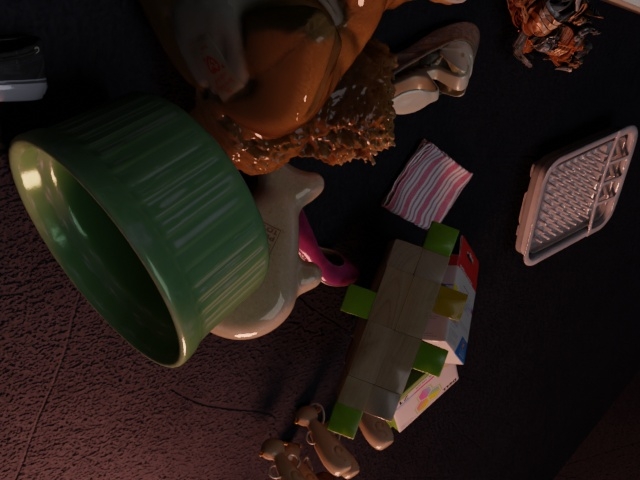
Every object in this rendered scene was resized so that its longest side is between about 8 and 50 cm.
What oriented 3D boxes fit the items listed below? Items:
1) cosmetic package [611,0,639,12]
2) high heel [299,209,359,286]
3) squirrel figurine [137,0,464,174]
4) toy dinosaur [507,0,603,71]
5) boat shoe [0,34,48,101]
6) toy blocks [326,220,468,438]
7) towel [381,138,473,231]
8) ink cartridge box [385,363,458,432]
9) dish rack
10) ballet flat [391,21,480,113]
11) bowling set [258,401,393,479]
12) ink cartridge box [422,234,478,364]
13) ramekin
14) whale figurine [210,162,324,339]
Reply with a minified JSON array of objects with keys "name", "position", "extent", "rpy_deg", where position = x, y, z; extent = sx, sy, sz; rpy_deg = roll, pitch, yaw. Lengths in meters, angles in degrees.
[{"name":"cosmetic package","position":[0.355,-0.426,1.101],"extent":[0.310,0.160,0.113],"rpy_deg":[13,112,-17]},{"name":"high heel","position":[0.000,0.000,1.256],"extent":[0.244,0.082,0.117],"rpy_deg":[20,106,-41]},{"name":"squirrel figurine","position":[0.002,-0.272,0.945],"extent":[0.370,0.281,0.397],"rpy_deg":[-40,156,-30]},{"name":"toy dinosaur","position":[0.398,-0.402,1.288],"extent":[0.218,0.164,0.322],"rpy_deg":[-46,159,16]},{"name":"boat shoe","position":[-0.373,-0.177,0.743],"extent":[0.229,0.080,0.076],"rpy_deg":[-8,118,-43]},{"name":"toy blocks","position":[0.121,0.152,1.385],"extent":[0.261,0.191,0.381],"rpy_deg":[88,22,-88]},{"name":"towel","position":[0.203,-0.093,1.419],"extent":[0.197,0.029,0.144],"rpy_deg":[23,102,-51]},{"name":"ink cartridge box","position":[0.213,0.340,1.713],"extent":[0.189,0.097,0.255],"rpy_deg":[-39,139,-16]},{"name":"dish rack","position":[0.563,-0.113,1.729],"extent":[0.333,0.072,0.285],"rpy_deg":[-24,135,-31]},{"name":"ballet flat","position":[0.163,-0.251,1.193],"extent":[0.316,0.106,0.107],"rpy_deg":[-30,137,-26]},{"name":"bowling set","position":[-0.015,0.430,1.550],"extent":[0.287,0.154,0.199],"rpy_deg":[-18,149,-37]},{"name":"ink cartridge box","position":[0.254,0.118,1.549],"extent":[0.134,0.078,0.231],"rpy_deg":[48,49,-51]},{"name":"ramekin","position":[-0.197,-0.019,0.871],"extent":[0.148,0.303,0.303],"rpy_deg":[-39,140,-28]},{"name":"whale figurine","position":[-0.098,0.009,1.120],"extent":[0.216,0.141,0.272],"rpy_deg":[25,85,-8]}]
